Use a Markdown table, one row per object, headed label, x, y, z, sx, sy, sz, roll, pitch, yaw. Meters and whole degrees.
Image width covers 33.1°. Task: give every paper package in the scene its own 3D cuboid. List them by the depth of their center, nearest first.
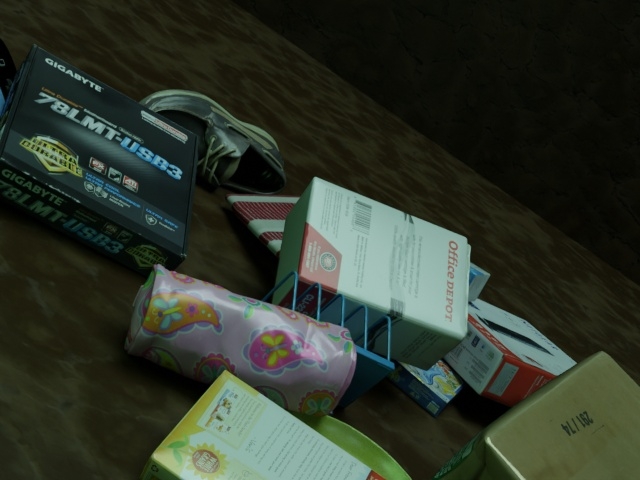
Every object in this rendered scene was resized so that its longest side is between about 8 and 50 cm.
| label | x | y | z | sx | sy | sz | roll | pitch | yaw |
| --- | --- | --- | --- | --- | --- | --- | --- | --- | --- |
| paper package | 0.334 | 0.334 | 1.341 | 0.309 | 0.168 | 0.324 | 49 | 41 | 16 |

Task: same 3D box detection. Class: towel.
| label | x | y | z | sx | sy | sz | roll | pitch | yaw |
| --- | --- | --- | --- | --- | --- | --- | --- | --- | --- |
| towel | 0.000 | 0.000 | 1.831 | 0.237 | 0.037 | 0.329 | 2 | 24 | -30 |

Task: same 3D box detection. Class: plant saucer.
| label | x | y | z | sx | sy | sz | roll | pitch | yaw |
| --- | --- | --- | --- | --- | --- | --- | --- | --- | --- |
| plant saucer | 0.028 | 0.300 | 1.302 | 0.241 | 0.037 | 0.241 | 31 | 19 | -12 |

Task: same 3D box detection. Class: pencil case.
| label | x | y | z | sx | sy | sz | roll | pitch | yaw |
| --- | --- | --- | --- | --- | --- | --- | --- | --- | --- |
| pencil case | -0.095 | 0.126 | 1.333 | 0.284 | 0.124 | 0.124 | 19 | 22 | -13 |

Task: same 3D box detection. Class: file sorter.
| label | x | y | z | sx | sy | sz | roll | pitch | yaw |
| --- | --- | --- | --- | --- | --- | --- | --- | --- | --- |
| file sorter | 0.000 | 0.134 | 1.490 | 0.170 | 0.118 | 0.105 | 27 | 42 | -23 |

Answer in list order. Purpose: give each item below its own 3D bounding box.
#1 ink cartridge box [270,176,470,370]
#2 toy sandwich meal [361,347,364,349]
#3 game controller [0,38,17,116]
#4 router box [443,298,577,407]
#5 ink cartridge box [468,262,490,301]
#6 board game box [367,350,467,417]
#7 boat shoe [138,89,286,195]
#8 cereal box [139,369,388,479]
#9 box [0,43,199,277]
| label | x | y | z | sx | sy | sz | roll | pitch | yaw |
| --- | --- | --- | --- | --- | --- | --- | --- | --- | --- |
| ink cartridge box | 0.079 | 0.052 | 1.622 | 0.272 | 0.114 | 0.197 | 21 | 50 | -15 |
| toy sandwich meal | 0.034 | 0.167 | 1.657 | 0.085 | 0.029 | 0.085 | 31 | 18 | -12 |
| game controller | -0.503 | -0.206 | 1.501 | 0.067 | 0.167 | 0.319 | -7 | 11 | 14 |
| router box | 0.328 | 0.202 | 1.918 | 0.301 | 0.082 | 0.335 | 24 | 11 | -30 |
| ink cartridge box | 0.209 | 0.040 | 1.964 | 0.180 | 0.060 | 0.104 | 33 | 11 | 21 |
| board game box | 0.138 | 0.195 | 1.757 | 0.201 | 0.035 | 0.136 | 39 | 19 | 12 |
| boat shoe | -0.187 | -0.170 | 1.957 | 0.355 | 0.132 | 0.130 | 14 | 27 | -45 |
| cereal box | -0.050 | 0.262 | 1.160 | 0.240 | 0.047 | 0.173 | 34 | 34 | 6 |
| box | -0.321 | -0.116 | 1.553 | 0.295 | 0.073 | 0.293 | 30 | 35 | -24 |
